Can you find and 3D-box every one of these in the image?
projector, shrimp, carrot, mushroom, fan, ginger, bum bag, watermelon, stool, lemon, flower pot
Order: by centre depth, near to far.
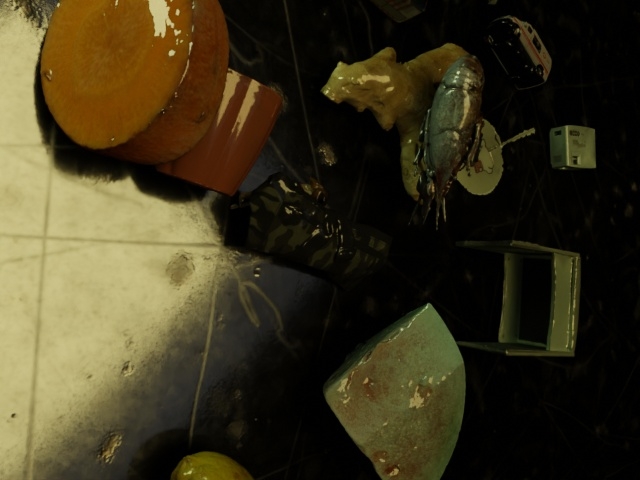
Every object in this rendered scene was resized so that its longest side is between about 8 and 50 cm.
[{"bbox_3d":[-0.254,-0.261,0.738,0.100,0.258,0.308,7,84,-71],"label":"carrot"},{"bbox_3d":[-0.166,0.433,0.834,0.170,0.170,0.207,-39,109,-28],"label":"lemon"},{"bbox_3d":[-0.168,-0.168,0.841,0.190,0.190,0.173,18,89,-33],"label":"flower pot"},{"bbox_3d":[-0.073,-0.079,0.973,0.186,0.060,0.061,-2,48,-27],"label":"mushroom"},{"bbox_3d":[0.000,0.000,0.976,0.340,0.095,0.144,26,101,-40],"label":"bum bag"},{"bbox_3d":[0.117,0.296,1.011,0.258,0.228,0.388,6,95,-25],"label":"watermelon"},{"bbox_3d":[0.246,-0.184,1.047,0.116,0.145,0.343,14,101,3],"label":"shrimp"},{"bbox_3d":[0.197,-0.312,1.121,0.348,0.122,0.363,39,79,-37],"label":"ginger"},{"bbox_3d":[0.456,0.136,1.259,0.269,0.170,0.244,9,83,-33],"label":"stool"},{"bbox_3d":[0.436,-0.231,1.345,0.329,0.009,0.191,-28,103,-29],"label":"fan"},{"bbox_3d":[0.700,-0.255,1.495,0.147,0.061,0.115,-3,90,-34],"label":"projector"}]

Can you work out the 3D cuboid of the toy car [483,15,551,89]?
[{"bbox_3d":[0.496,-0.484,1.345,0.209,0.089,0.108,42,67,-28],"label":"toy car"}]

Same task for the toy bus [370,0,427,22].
[{"bbox_3d":[0.049,-0.575,1.038,0.408,0.092,0.093,26,73,-31],"label":"toy bus"}]

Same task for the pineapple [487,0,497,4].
[{"bbox_3d":[0.392,-0.679,1.231,0.271,0.262,0.263,39,66,-52],"label":"pineapple"}]
